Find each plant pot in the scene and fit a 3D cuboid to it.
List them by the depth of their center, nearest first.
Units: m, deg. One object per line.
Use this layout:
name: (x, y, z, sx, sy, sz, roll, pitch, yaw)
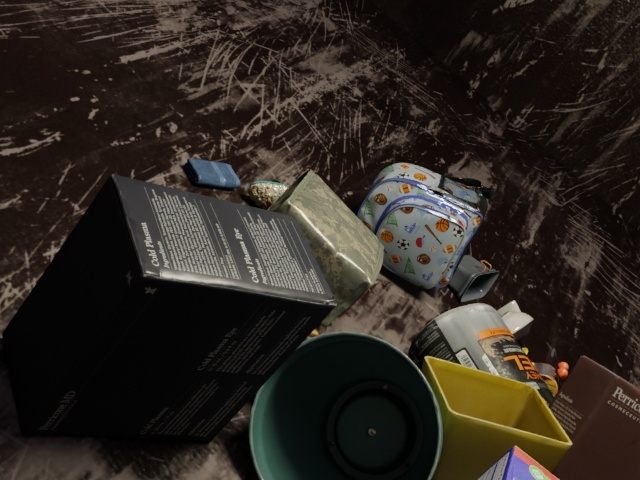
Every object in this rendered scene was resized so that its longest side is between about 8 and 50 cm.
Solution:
plant pot: (0.060, 0.298, 1.513, 0.293, 0.293, 0.196, 51, 7, 20)
plant pot: (0.256, 0.341, 1.616, 0.212, 0.187, 0.212, 17, 15, -11)

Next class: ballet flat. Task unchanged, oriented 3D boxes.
ballet flat: (-0.047, -0.068, 2.088, 0.241, 0.091, 0.077, 12, 60, -35)

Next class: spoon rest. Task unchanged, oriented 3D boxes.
spoon rest: (0.436, 0.203, 2.235, 0.084, 0.137, 0.276, 55, 17, 4)

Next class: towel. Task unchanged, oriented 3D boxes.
towel: (-0.225, -0.137, 2.024, 0.119, 0.029, 0.067, 5, 43, -47)

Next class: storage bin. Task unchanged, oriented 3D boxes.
storage bin: (0.356, 0.080, 2.346, 0.091, 0.098, 0.135, 41, 26, 26)

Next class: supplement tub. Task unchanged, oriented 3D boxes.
supplement tub: (0.328, 0.304, 1.859, 0.207, 0.207, 0.338, 8, 41, -44)

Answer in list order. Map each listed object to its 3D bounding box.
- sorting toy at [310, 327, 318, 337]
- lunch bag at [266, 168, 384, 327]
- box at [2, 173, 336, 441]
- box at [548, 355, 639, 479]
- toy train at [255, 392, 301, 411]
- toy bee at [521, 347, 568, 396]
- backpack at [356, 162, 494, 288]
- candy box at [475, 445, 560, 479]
sorting toy: (-0.138, 0.098, 1.770, 0.348, 0.047, 0.196, 14, 37, -39)
lunch bag: (0.000, 0.000, 1.931, 0.235, 0.169, 0.287, 44, 24, -5)
box: (-0.215, 0.110, 1.348, 0.313, 0.343, 0.179, 12, 40, -42)
box: (0.437, 0.411, 1.638, 0.191, 0.381, 0.143, 32, 0, -14)
toy train: (-0.096, 0.214, 1.624, 0.184, 0.080, 0.105, 42, 22, 5)
toy bee: (0.438, 0.290, 2.059, 0.298, 0.162, 0.195, 28, 28, -20)
backpack: (0.212, -0.037, 2.190, 0.263, 0.276, 0.213, 28, 26, 7)
candy box: (0.275, 0.493, 1.405, 0.268, 0.317, 0.122, 39, 28, -1)
